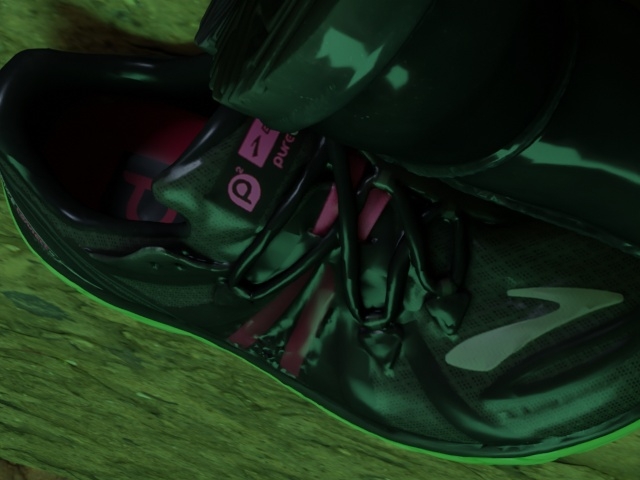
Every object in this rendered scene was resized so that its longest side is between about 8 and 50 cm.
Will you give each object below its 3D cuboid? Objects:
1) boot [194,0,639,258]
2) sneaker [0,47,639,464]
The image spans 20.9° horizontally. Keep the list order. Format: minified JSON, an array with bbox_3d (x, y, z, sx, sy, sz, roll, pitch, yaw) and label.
[{"bbox_3d":[0.178,-0.024,0.734,0.445,0.146,0.367,29,-173,-10],"label":"boot"},{"bbox_3d":[0.000,0.000,1.022,0.482,0.185,0.202,13,162,19],"label":"sneaker"}]
